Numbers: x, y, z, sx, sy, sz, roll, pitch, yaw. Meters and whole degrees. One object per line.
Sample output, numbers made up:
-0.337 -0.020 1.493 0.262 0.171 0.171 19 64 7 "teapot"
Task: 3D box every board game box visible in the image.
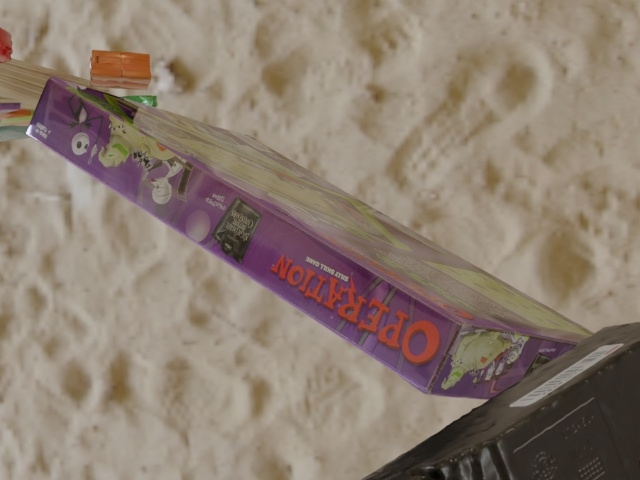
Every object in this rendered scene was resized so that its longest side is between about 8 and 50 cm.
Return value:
0.000 0.000 0.923 0.347 0.208 0.056 31 97 35 "board game box"

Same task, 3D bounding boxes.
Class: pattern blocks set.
-0.250 -0.100 1.036 0.285 0.325 0.026 -6 85 30 "pattern blocks set"

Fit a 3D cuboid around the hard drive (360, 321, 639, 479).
0.129 0.233 0.649 0.064 0.237 0.339 -15 100 55 "hard drive"
